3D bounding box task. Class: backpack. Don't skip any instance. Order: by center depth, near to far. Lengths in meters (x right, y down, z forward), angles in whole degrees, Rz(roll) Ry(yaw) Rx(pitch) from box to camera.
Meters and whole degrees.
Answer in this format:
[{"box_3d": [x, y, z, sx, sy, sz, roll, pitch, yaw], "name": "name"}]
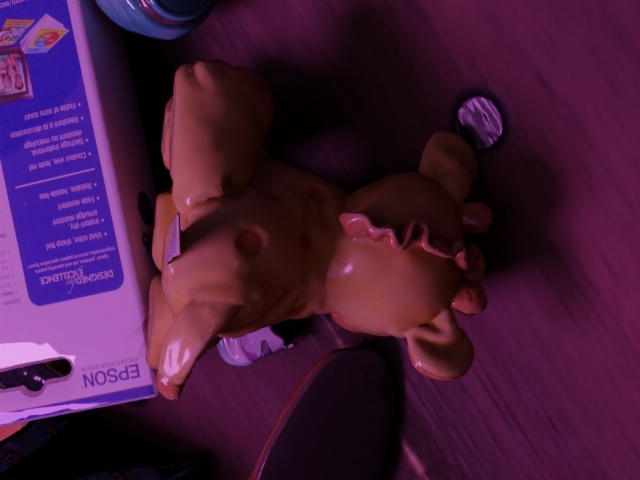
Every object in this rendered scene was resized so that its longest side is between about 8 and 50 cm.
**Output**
[{"box_3d": [-0.176, 0.195, 0.933, 0.158, 0.173, 0.116, 19, 113, 29], "name": "backpack"}]

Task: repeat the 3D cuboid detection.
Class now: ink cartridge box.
[{"box_3d": [-0.193, -0.054, 0.891, 0.165, 0.065, 0.332, -11, 88, 17], "name": "ink cartridge box"}]

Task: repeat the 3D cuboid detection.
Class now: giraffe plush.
[{"box_3d": [0.000, 0.000, 0.775, 0.171, 0.210, 0.181, 5, 100, -10], "name": "giraffe plush"}]

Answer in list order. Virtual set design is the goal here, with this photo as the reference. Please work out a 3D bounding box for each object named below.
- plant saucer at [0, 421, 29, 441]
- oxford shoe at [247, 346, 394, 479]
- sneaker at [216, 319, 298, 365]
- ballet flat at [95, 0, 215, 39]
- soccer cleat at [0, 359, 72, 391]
[{"box_3d": [-0.240, 0.117, 1.055, 0.084, 0.013, 0.083, 10, 108, 32], "name": "plant saucer"}, {"box_3d": [-0.019, 0.150, 0.881, 0.212, 0.076, 0.076, -67, 24, 17], "name": "oxford shoe"}, {"box_3d": [-0.040, 0.024, 0.878, 0.069, 0.038, 0.098, -18, 97, 32], "name": "sneaker"}, {"box_3d": [-0.124, -0.236, 0.836, 0.087, 0.083, 0.247, -4, 99, 55], "name": "ballet flat"}, {"box_3d": [-0.228, 0.088, 1.003, 0.179, 0.060, 0.072, 19, 89, 37], "name": "soccer cleat"}]
